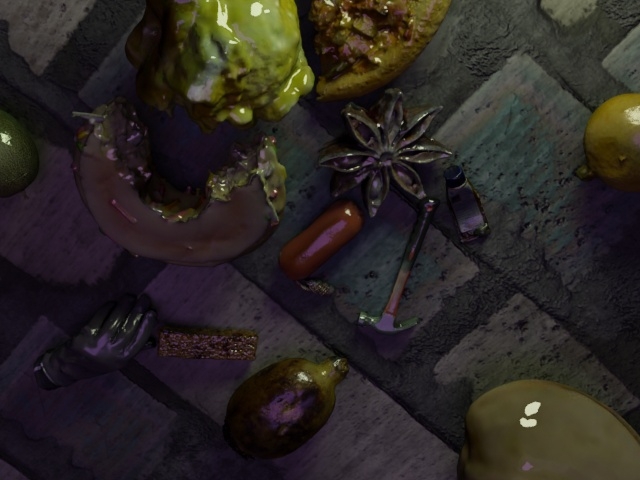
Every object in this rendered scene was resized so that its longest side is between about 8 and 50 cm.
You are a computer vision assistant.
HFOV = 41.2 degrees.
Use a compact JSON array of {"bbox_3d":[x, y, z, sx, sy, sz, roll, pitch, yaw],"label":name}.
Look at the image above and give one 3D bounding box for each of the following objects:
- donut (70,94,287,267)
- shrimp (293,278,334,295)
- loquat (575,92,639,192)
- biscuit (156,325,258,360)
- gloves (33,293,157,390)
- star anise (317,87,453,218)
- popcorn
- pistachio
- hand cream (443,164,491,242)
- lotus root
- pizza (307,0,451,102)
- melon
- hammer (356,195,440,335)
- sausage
[{"bbox_3d":[-0.244,-0.092,1.496,0.371,0.150,0.307,13,130,-2],"label":"donut"},{"bbox_3d":[-0.018,0.086,1.633,0.092,0.038,0.029,19,108,-3],"label":"shrimp"},{"bbox_3d":[0.529,-0.163,1.454,0.204,0.149,0.172,-37,107,26],"label":"loquat"},{"bbox_3d":[-0.224,0.204,1.679,0.199,0.034,0.064,5,110,-6],"label":"biscuit"},{"bbox_3d":[-0.434,0.212,1.681,0.285,0.119,0.142,-37,134,11],"label":"gloves"},{"bbox_3d":[0.103,-0.166,1.505,0.236,0.109,0.223,-21,130,-4],"label":"star anise"},{"bbox_3d":[-0.154,-0.323,1.373,0.312,0.312,0.312,1,109,4],"label":"popcorn"},{"bbox_3d":[0.433,0.456,1.602,0.365,0.281,0.445,-36,99,19],"label":"pistachio"},{"bbox_3d":[0.263,-0.067,1.555,0.062,0.039,0.163,-22,128,7],"label":"hand cream"},{"bbox_3d":[-0.074,0.324,1.665,0.314,0.141,0.169,-40,106,14],"label":"lotus root"},{"bbox_3d":[0.108,-0.362,1.420,0.269,0.087,0.257,0,113,17],"label":"pizza"},{"bbox_3d":[-0.584,-0.155,1.538,0.139,0.139,0.192,-27,106,12],"label":"melon"},{"bbox_3d":[0.162,0.050,1.612,0.111,0.033,0.287,17,109,-1],"label":"hammer"},{"bbox_3d":[0.000,0.000,1.586,0.194,0.077,0.077,-40,102,13],"label":"sausage"}]
